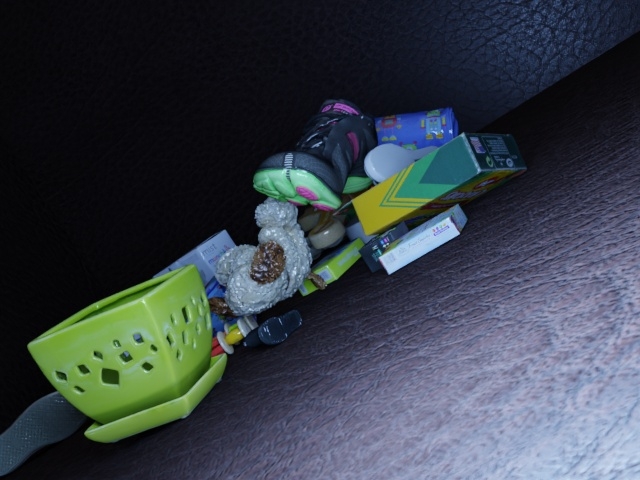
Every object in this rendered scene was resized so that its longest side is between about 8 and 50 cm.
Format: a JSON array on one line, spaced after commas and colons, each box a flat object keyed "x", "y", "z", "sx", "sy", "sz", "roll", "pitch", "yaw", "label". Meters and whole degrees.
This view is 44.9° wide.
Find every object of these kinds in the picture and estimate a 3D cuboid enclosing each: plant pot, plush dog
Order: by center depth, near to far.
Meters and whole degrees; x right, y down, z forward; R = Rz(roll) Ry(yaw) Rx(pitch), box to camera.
[{"x": -0.295, "y": 0.189, "z": 1.275, "sx": 0.228, "sy": 0.207, "sz": 0.227, "roll": -23, "pitch": 7, "yaw": 16, "label": "plant pot"}, {"x": -0.112, "y": 0.071, "z": 1.550, "sx": 0.262, "sy": 0.211, "sz": 0.225, "roll": -49, "pitch": -3, "yaw": 34, "label": "plush dog"}]

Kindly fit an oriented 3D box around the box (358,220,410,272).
[{"x": 0.124, "y": 0.012, "z": 1.421, "sx": 0.083, "sy": 0.052, "sz": 0.062, "roll": -32, "pitch": 4, "yaw": 38, "label": "box"}]

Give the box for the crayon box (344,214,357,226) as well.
[{"x": 0.159, "y": -0.137, "z": 2.199, "sx": 0.278, "sy": 0.165, "sz": 0.081, "roll": -35, "pitch": 4, "yaw": -22, "label": "crayon box"}]

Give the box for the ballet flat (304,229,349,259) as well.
[{"x": 0.000, "y": 0.000, "z": 2.367, "sx": 0.280, "sy": 0.095, "sz": 0.096, "roll": -30, "pitch": 17, "yaw": 35, "label": "ballet flat"}]

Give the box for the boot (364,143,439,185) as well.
[{"x": 0.152, "y": -0.137, "z": 1.617, "sx": 0.258, "sy": 0.095, "sz": 0.123, "roll": -6, "pitch": -17, "yaw": -46, "label": "boot"}]

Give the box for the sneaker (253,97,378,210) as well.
[{"x": 0.001, "y": -0.183, "z": 1.542, "sx": 0.185, "sy": 0.202, "sz": 0.483, "roll": 13, "pitch": 16, "yaw": 12, "label": "sneaker"}]

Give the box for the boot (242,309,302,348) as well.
[{"x": -0.097, "y": 0.164, "z": 1.358, "sx": 0.099, "sy": 0.045, "sz": 0.121, "roll": -28, "pitch": -1, "yaw": 34, "label": "boot"}]

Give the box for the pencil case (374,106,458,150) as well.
[{"x": 0.180, "y": -0.232, "z": 1.852, "sx": 0.306, "sy": 0.133, "sz": 0.119, "roll": -7, "pitch": 36, "yaw": 18, "label": "pencil case"}]

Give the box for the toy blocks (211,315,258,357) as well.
[{"x": -0.206, "y": 0.211, "z": 1.589, "sx": 0.148, "sy": 0.054, "sz": 0.123, "roll": -33, "pitch": 4, "yaw": 8, "label": "toy blocks"}]

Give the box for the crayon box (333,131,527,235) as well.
[{"x": 0.205, "y": -0.093, "z": 1.468, "sx": 0.319, "sy": 0.081, "sz": 0.202, "roll": -30, "pitch": -13, "yaw": 37, "label": "crayon box"}]

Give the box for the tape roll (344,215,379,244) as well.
[{"x": 0.233, "y": -0.104, "z": 1.886, "sx": 0.392, "sy": 0.072, "sz": 0.392, "roll": -32, "pitch": 3, "yaw": 2, "label": "tape roll"}]

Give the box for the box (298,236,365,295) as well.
[{"x": 0.031, "y": 0.054, "z": 1.738, "sx": 0.109, "sy": 0.042, "sz": 0.178, "roll": -30, "pitch": 6, "yaw": 38, "label": "box"}]

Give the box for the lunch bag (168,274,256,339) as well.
[{"x": -0.300, "y": 0.221, "z": 1.851, "sx": 0.293, "sy": 0.138, "sz": 0.221, "roll": -42, "pitch": 6, "yaw": 1, "label": "lunch bag"}]

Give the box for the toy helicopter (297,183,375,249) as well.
[{"x": 0.049, "y": -0.072, "z": 1.805, "sx": 0.235, "sy": 0.140, "sz": 0.355, "roll": -24, "pitch": 17, "yaw": 17, "label": "toy helicopter"}]

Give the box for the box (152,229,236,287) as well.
[{"x": -0.313, "y": 0.132, "z": 2.169, "sx": 0.262, "sy": 0.231, "sz": 0.127, "roll": -30, "pitch": 5, "yaw": 45, "label": "box"}]

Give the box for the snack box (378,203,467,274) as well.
[{"x": 0.173, "y": -0.003, "z": 1.303, "sx": 0.141, "sy": 0.037, "sz": 0.100, "roll": -31, "pitch": 5, "yaw": 23, "label": "snack box"}]

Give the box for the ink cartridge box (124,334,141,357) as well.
[{"x": -0.481, "y": 0.271, "z": 1.974, "sx": 0.148, "sy": 0.203, "sz": 0.086, "roll": -35, "pitch": 4, "yaw": -27, "label": "ink cartridge box"}]

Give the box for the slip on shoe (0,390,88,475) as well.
[{"x": -0.712, "y": 0.478, "z": 1.974, "sx": 0.331, "sy": 0.123, "sz": 0.101, "roll": -37, "pitch": -1, "yaw": 9, "label": "slip on shoe"}]
